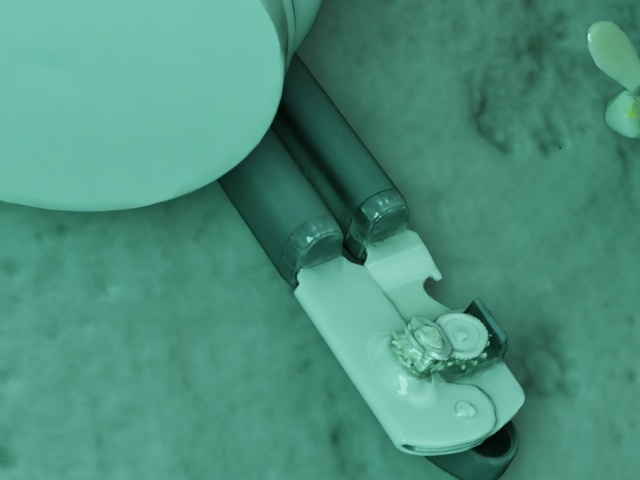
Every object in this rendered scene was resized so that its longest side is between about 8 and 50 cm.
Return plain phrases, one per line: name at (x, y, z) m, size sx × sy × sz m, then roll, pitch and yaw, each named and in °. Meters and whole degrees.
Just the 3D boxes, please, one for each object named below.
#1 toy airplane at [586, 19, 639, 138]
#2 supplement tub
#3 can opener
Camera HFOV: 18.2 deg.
toy airplane at (0.299, -0.169, 1.050) m, size 0.386 × 0.272 × 0.384 m, roll -10°, pitch 35°, yaw -9°
supplement tub at (-0.102, -0.193, 0.923) m, size 0.228 × 0.228 × 0.316 m, roll 14°, pitch 49°, yaw -11°
can opener at (0.000, 0.000, 0.978) m, size 0.074 × 0.093 × 0.280 m, roll -20°, pitch 63°, yaw -28°
